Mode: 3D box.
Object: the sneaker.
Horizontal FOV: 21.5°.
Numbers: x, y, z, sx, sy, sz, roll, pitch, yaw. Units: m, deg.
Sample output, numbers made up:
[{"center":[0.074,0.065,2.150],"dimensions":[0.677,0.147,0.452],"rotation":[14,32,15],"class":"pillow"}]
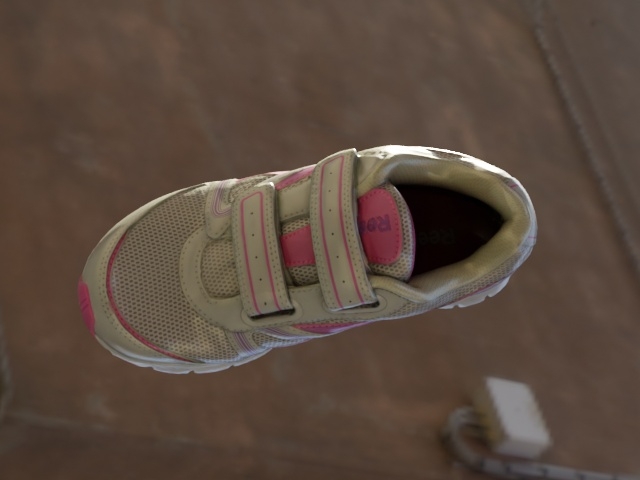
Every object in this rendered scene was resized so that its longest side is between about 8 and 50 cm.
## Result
[{"center":[0.000,0.000,0.869],"dimensions":[0.111,0.252,0.103],"rotation":[140,-65,-74],"class":"sneaker"}]
